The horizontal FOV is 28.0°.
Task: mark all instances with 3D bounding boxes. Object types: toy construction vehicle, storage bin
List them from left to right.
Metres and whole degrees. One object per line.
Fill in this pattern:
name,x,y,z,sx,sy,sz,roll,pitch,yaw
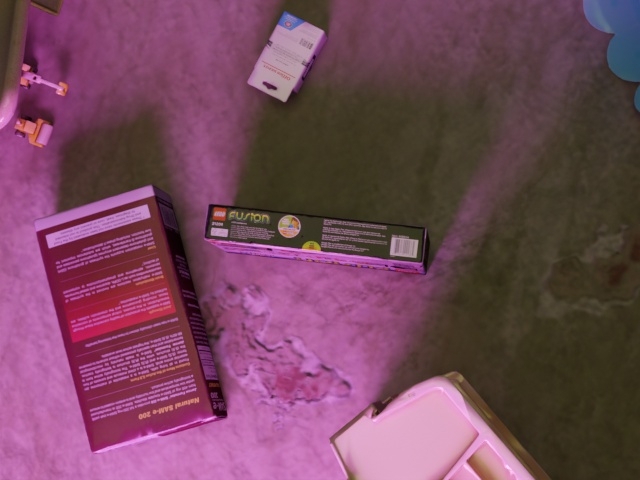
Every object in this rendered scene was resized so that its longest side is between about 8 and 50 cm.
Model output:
toy construction vehicle,-0.320,-0.144,1.335,0.098,0.035,0.086,24,87,9
storage bin,0.142,0.236,1.124,0.123,0.262,0.260,-41,81,3

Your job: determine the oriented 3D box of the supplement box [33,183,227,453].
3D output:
supplement box,-0.187,0.079,1.275,0.130,0.073,0.239,-16,81,6

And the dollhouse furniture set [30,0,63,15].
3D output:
dollhouse furniture set,-0.344,-0.283,1.360,0.152,0.058,0.076,20,94,28

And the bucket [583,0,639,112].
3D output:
bucket,0.351,-0.253,1.159,0.183,0.281,0.281,-24,81,1

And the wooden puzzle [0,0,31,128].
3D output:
wooden puzzle,-0.441,-0.254,1.179,0.348,0.080,0.322,2,60,-5

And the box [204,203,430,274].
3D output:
box,0.000,0.000,1.242,0.207,0.114,0.036,6,84,7

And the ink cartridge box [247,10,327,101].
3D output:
ink cartridge box,-0.034,-0.184,1.308,0.048,0.028,0.083,28,87,9
